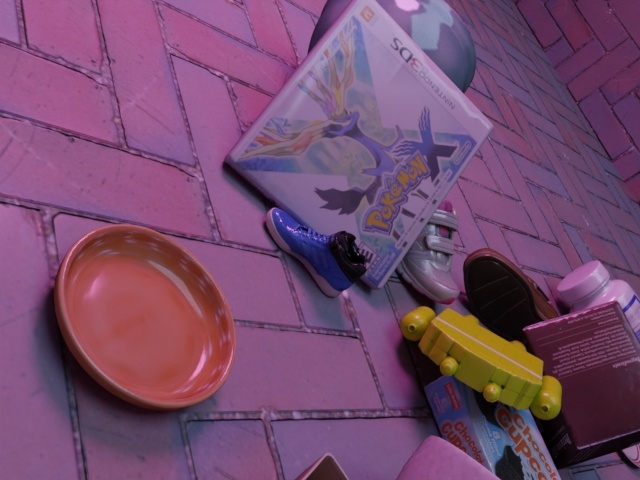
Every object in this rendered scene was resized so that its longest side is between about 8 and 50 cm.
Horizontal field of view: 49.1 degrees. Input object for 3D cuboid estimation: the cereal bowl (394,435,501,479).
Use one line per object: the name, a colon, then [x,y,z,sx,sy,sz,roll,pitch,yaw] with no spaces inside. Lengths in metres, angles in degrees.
cereal bowl: [0.185,0.353,0.657,0.339,0.141,0.339,43,-12,11]

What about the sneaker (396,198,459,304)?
sneaker: [0.177,-0.015,1.170,0.102,0.111,0.252,10,51,-48]

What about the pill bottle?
pill bottle: [0.654,0.184,1.558,0.272,0.152,0.152,52,31,0]

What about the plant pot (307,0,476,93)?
plant pot: [0.093,-0.267,1.194,0.293,0.293,0.196,40,61,-20]

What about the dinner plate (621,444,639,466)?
dinner plate: [0.617,0.394,1.426,0.141,0.017,0.141,32,36,-28]

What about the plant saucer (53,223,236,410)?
plant saucer: [-0.172,0.077,0.693,0.200,0.037,0.200,33,37,-29]

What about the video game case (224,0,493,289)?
video game case: [0.071,-0.145,1.035,0.300,0.036,0.329,41,77,-18]

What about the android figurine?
android figurine: [0.231,0.168,1.001,0.248,0.056,0.273,29,12,14]

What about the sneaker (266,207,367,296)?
sneaker: [0.000,0.000,0.950,0.152,0.084,0.058,50,31,-4]

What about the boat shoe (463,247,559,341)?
boat shoe: [0.356,0.115,1.295,0.307,0.110,0.104,49,26,-25]

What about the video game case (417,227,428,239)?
video game case: [0.115,-0.044,1.147,0.011,0.087,0.122,49,20,-59]

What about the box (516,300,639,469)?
box: [0.430,0.236,1.138,0.168,0.166,0.203,81,-8,-61]

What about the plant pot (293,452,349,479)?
plant pot: [-0.018,0.279,0.632,0.109,0.096,0.109,55,30,5]

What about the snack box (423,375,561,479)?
snack box: [0.274,0.344,0.985,0.187,0.060,0.322,13,49,-47]
